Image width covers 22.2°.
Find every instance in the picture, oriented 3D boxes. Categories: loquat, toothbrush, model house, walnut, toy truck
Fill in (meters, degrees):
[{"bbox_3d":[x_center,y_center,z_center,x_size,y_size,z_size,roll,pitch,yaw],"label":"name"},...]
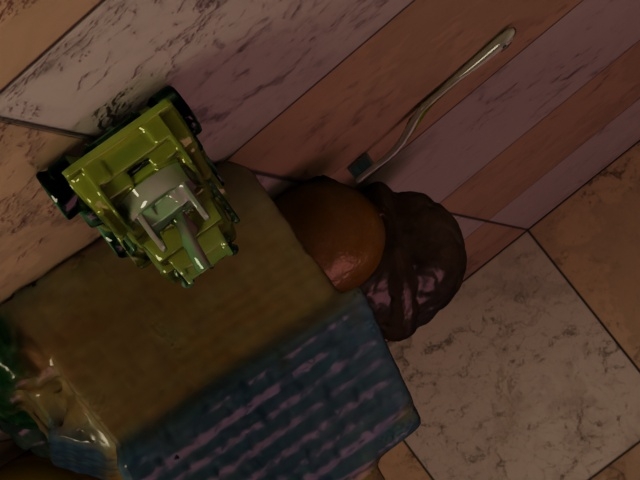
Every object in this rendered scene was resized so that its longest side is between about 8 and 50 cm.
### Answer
[{"bbox_3d":[0.000,0.000,1.839,0.163,0.137,0.163,-36,-175,4],"label":"loquat"},{"bbox_3d":[0.132,-0.156,1.900,0.263,0.026,0.022,-41,175,19],"label":"toothbrush"},{"bbox_3d":[-0.129,0.183,1.657,0.335,0.342,0.382,-35,169,-18],"label":"model house"},{"bbox_3d":[0.081,0.026,2.067,0.224,0.224,0.224,-36,169,-8],"label":"walnut"},{"bbox_3d":[-0.130,-0.020,1.357,0.128,0.135,0.259,-36,172,-4],"label":"toy truck"}]

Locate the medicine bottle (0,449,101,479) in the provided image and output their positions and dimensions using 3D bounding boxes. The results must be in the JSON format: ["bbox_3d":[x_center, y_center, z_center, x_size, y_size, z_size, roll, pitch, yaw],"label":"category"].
[{"bbox_3d":[-0.288,0.347,2.120,0.224,0.224,0.384,-41,176,18],"label":"medicine bottle"}]
